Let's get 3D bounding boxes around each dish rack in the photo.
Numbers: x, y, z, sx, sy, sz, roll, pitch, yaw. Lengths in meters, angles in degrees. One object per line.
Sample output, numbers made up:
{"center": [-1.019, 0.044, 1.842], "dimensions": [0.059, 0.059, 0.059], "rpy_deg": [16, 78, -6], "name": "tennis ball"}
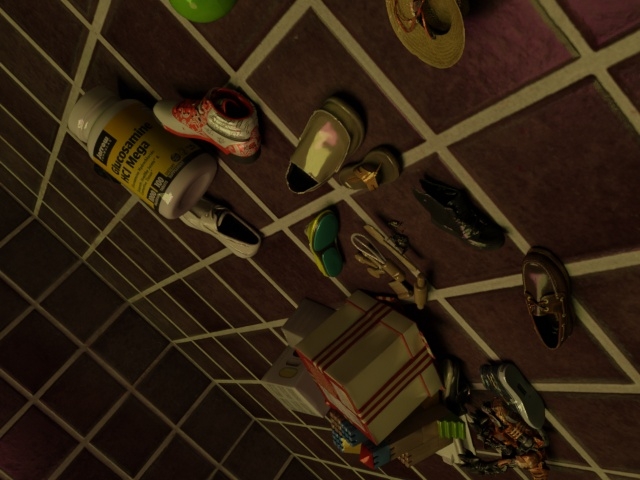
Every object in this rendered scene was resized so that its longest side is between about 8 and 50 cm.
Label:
{"center": [0.306, 0.545, 1.841], "dimensions": [0.285, 0.072, 0.333], "rpy_deg": [18, 144, 37], "name": "dish rack"}

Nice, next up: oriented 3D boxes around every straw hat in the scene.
{"center": [0.154, -0.299, 0.793], "dimensions": [0.144, 0.061, 0.144], "rpy_deg": [47, 161, 22], "name": "straw hat"}

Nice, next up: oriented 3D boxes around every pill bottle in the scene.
{"center": [-0.433, -0.218, 1.490], "dimensions": [0.334, 0.188, 0.188], "rpy_deg": [37, 152, 4], "name": "pill bottle"}

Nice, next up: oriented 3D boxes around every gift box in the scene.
{"center": [0.141, 0.302, 1.473], "dimensions": [0.276, 0.258, 0.255], "rpy_deg": [29, 152, 48], "name": "gift box"}

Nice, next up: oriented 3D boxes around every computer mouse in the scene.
{"center": [-0.600, -0.196, 1.900], "dimensions": [0.242, 0.041, 0.071], "rpy_deg": [22, 157, 18], "name": "computer mouse"}

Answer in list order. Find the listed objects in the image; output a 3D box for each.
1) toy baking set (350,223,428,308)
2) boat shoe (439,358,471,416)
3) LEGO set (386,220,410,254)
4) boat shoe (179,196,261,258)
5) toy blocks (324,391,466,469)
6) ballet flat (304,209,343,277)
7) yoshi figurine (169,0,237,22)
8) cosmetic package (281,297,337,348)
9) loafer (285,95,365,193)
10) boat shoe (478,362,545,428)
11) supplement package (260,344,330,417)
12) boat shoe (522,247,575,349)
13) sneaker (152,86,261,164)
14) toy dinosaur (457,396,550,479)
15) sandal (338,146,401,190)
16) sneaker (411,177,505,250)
{"center": [0.148, 0.064, 1.326], "dimensions": [0.196, 0.030, 0.256], "rpy_deg": [32, 161, 18], "name": "toy baking set"}
{"center": [0.342, 0.375, 1.563], "dimensions": [0.079, 0.084, 0.233], "rpy_deg": [-7, 132, 3], "name": "boat shoe"}
{"center": [0.163, -0.007, 1.261], "dimensions": [0.054, 0.023, 0.083], "rpy_deg": [24, 135, 23], "name": "LEGO set"}
{"center": [-0.274, -0.053, 1.644], "dimensions": [0.267, 0.096, 0.088], "rpy_deg": [39, 148, -1], "name": "boat shoe"}
{"center": [0.146, 0.460, 1.586], "dimensions": [0.381, 0.260, 0.191], "rpy_deg": [28, 131, 56], "name": "toy blocks"}
{"center": [0.000, 0.000, 1.416], "dimensions": [0.077, 0.077, 0.231], "rpy_deg": [42, 159, 33], "name": "ballet flat"}
{"center": [-0.128, -0.421, 0.826], "dimensions": [0.203, 0.203, 0.362], "rpy_deg": [39, 156, -14], "name": "yoshi figurine"}
{"center": [0.023, 0.267, 1.717], "dimensions": [0.238, 0.127, 0.107], "rpy_deg": [23, 148, 32], "name": "cosmetic package"}
{"center": [0.002, -0.161, 1.147], "dimensions": [0.102, 0.092, 0.268], "rpy_deg": [37, 152, 4], "name": "loafer"}
{"center": [0.438, 0.349, 1.404], "dimensions": [0.183, 0.065, 0.083], "rpy_deg": [55, 151, -14], "name": "boat shoe"}
{"center": [-0.040, 0.426, 1.950], "dimensions": [0.149, 0.194, 0.203], "rpy_deg": [50, 150, -21], "name": "supplement package"}
{"center": [0.399, 0.108, 1.082], "dimensions": [0.073, 0.073, 0.207], "rpy_deg": [6, 136, 48], "name": "boat shoe"}
{"center": [-0.242, -0.273, 1.288], "dimensions": [0.270, 0.090, 0.145], "rpy_deg": [28, 149, 14], "name": "sneaker"}
{"center": [0.472, 0.516, 1.526], "dimensions": [0.218, 0.164, 0.322], "rpy_deg": [-17, 98, 40], "name": "toy dinosaur"}
{"center": [0.085, -0.120, 1.151], "dimensions": [0.072, 0.049, 0.180], "rpy_deg": [48, 151, -16], "name": "sandal"}
{"center": [0.240, -0.046, 1.069], "dimensions": [0.170, 0.051, 0.089], "rpy_deg": [27, 155, 29], "name": "sneaker"}
